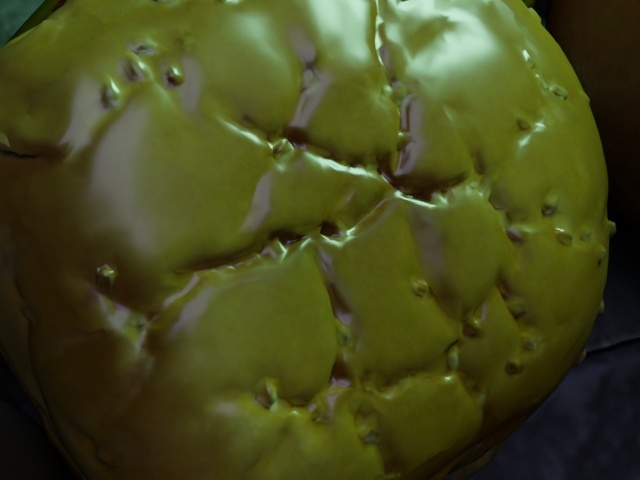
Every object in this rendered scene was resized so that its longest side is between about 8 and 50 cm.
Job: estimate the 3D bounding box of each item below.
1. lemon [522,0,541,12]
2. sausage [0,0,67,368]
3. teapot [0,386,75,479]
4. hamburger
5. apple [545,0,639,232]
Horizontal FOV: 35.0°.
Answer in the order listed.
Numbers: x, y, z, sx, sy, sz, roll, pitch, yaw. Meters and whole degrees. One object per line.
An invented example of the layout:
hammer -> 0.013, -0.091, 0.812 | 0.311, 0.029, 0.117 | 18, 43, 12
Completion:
lemon -> 0.046, -0.187, 0.625 | 0.193, 0.180, 0.180 | -16, 66, 18
sausage -> -0.128, -0.085, 0.580 | 0.117, 0.125, 0.317 | 29, 64, -5
teapot -> -0.190, 0.131, 0.458 | 0.267, 0.185, 0.175 | 26, 28, -29
hamburger -> 0.000, 0.000, 0.462 | 0.318, 0.158, 0.319 | 3, 82, -24
apple -> 0.323, -0.133, 0.559 | 0.364, 0.364, 0.364 | 3, 65, -8
